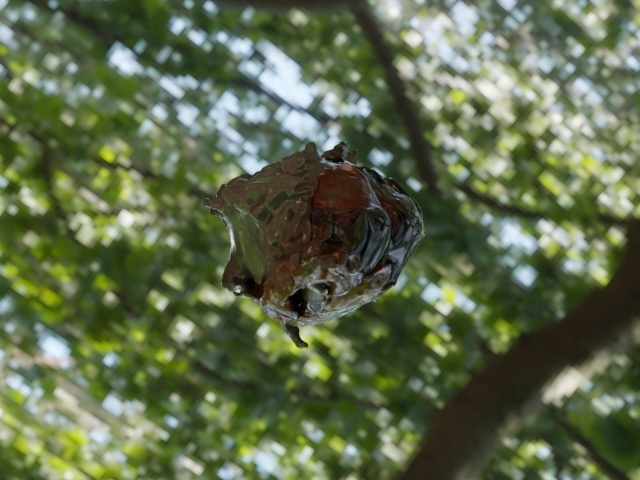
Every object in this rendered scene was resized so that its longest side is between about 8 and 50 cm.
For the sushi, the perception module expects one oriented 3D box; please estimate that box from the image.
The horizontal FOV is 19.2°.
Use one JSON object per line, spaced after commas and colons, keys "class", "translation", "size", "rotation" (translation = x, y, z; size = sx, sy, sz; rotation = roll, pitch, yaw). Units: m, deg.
{"class": "sushi", "translation": [-0.004, -0.002, 0.999], "size": [0.097, 0.103, 0.226], "rotation": [-52, 172, 7]}
